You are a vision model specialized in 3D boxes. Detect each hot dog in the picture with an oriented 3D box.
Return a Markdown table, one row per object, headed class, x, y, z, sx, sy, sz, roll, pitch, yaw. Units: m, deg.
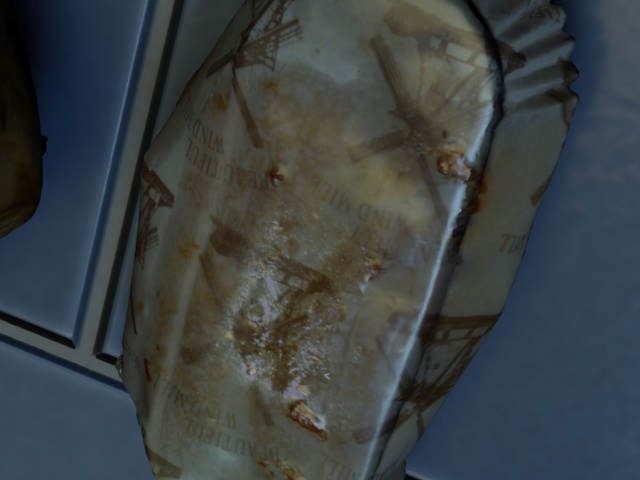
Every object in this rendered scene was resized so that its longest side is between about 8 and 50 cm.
| class | x | y | z | sx | sy | sz | roll | pitch | yaw |
| --- | --- | --- | --- | --- | --- | --- | --- | --- | --- |
| hot dog | 0.000 | 0.000 | 0.643 | 0.144 | 0.075 | 0.268 | 29 | 120 | 11 |

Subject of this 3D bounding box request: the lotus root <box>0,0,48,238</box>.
| class | x | y | z | sx | sy | sz | roll | pitch | yaw |
| --- | --- | --- | --- | --- | --- | --- | --- | --- | --- |
| lotus root | -0.215 | -0.100 | 0.622 | 0.193 | 0.193 | 0.291 | -27 | 95 | 25 |
